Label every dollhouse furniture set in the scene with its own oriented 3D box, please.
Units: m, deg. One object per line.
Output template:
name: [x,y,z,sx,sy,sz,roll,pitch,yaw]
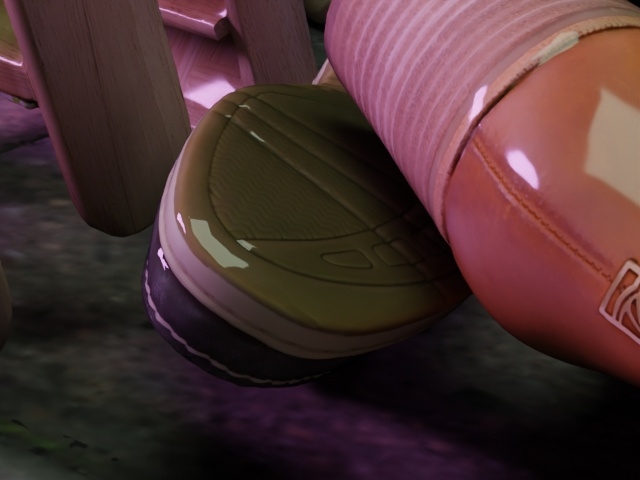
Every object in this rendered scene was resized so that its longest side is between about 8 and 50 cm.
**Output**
dollhouse furniture set: [-0.120,-0.053,0.597,0.212,0.161,0.242,20,50,33]

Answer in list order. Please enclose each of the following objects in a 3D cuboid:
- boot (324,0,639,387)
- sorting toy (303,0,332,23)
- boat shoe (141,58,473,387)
boot: [0.154,0.015,0.478,0.283,0.109,0.220,16,25,-41]
sorting toy: [0.040,-0.199,0.880,0.196,0.047,0.347,-33,43,-6]
boat shoe: [-0.001,-0.001,0.524,0.080,0.073,0.223,37,22,0]
